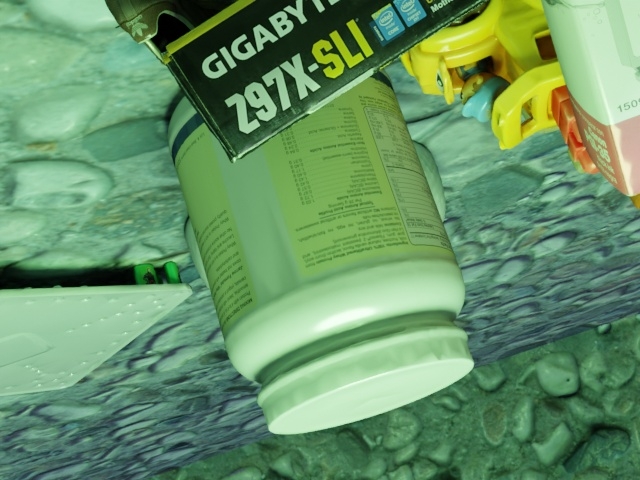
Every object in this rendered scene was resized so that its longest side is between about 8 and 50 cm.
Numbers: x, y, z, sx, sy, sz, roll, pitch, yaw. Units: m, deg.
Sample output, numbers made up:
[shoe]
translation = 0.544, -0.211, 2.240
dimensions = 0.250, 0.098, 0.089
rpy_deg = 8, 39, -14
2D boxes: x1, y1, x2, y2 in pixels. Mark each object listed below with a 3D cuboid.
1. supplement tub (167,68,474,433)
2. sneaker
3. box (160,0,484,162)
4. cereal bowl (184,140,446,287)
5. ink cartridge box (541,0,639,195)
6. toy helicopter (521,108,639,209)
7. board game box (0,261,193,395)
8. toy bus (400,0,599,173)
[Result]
[supplement tub]
translation = 0.000, 0.000, 0.993
dimensions = 0.235, 0.324, 0.235
rpy_deg = -16, 161, -6
[sneaker]
translation = -0.109, -0.161, 0.838
dimensions = 0.066, 0.071, 0.188
rpy_deg = -26, 159, 22
[box]
translation = 0.026, -0.151, 0.702
dimensions = 0.257, 0.079, 0.322
rpy_deg = -35, -173, -1
[cereal bowl]
translation = 0.006, 0.009, 1.312
dimensions = 0.339, 0.141, 0.339
rpy_deg = -15, 161, -5
[ink cartridge box]
translation = 0.264, -0.204, 0.742
dimensions = 0.207, 0.117, 0.283
rpy_deg = -21, 118, 8
[toy helicopter]
translation = 0.362, -0.158, 1.174
dimensions = 0.355, 0.140, 0.235
rpy_deg = 0, 147, -44
[board game box]
translation = -0.432, 0.130, 1.386
dimensions = 0.390, 0.050, 0.390
rpy_deg = 0, 154, -43
[toy bus]
translation = 0.192, -0.154, 0.920
dimensions = 0.220, 0.211, 0.149
rpy_deg = -18, 163, 6
